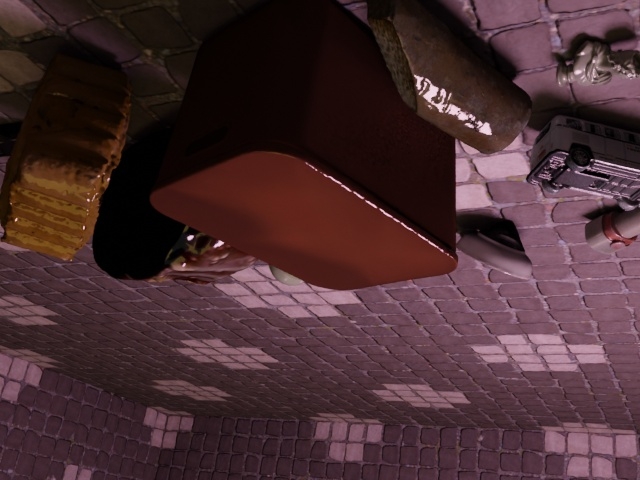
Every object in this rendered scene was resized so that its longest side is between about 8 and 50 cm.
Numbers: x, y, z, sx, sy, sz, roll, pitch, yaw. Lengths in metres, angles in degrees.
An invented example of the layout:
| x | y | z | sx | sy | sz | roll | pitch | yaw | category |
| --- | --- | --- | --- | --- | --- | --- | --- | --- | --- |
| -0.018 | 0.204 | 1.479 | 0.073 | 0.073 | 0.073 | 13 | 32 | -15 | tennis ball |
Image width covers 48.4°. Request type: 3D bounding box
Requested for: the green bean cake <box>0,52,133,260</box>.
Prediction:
| x | y | z | sx | sy | sz | roll | pitch | yaw | category |
| --- | --- | --- | --- | --- | --- | --- | --- | --- | --- |
| -0.350 | -0.112 | 0.970 | 0.131 | 0.224 | 0.230 | 17 | 144 | -21 | green bean cake |

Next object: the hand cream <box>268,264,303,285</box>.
| x | y | z | sx | sy | sz | roll | pitch | yaw | category |
| --- | --- | --- | --- | --- | --- | --- | --- | --- | --- |
| 0.000 | 0.000 | 1.296 | 0.147 | 0.093 | 0.306 | 17 | 153 | -23 | hand cream |

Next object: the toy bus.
| x | y | z | sx | sy | sz | roll | pitch | yaw | category |
| --- | --- | --- | --- | --- | --- | --- | --- | --- | --- |
| 0.377 | -0.104 | 0.945 | 0.193 | 0.089 | 0.087 | 12 | 154 | -7 | toy bus |

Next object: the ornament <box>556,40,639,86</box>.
| x | y | z | sx | sy | sz | roll | pitch | yaw | category |
| --- | --- | --- | --- | --- | --- | --- | --- | --- | --- |
| 0.319 | -0.199 | 0.816 | 0.068 | 0.041 | 0.092 | 24 | 161 | -20 | ornament |

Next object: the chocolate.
| x | y | z | sx | sy | sz | roll | pitch | yaw | category |
| --- | --- | --- | --- | --- | --- | --- | --- | --- | --- |
| -0.195 | -0.038 | 1.134 | 0.210 | 0.225 | 0.340 | 12 | 159 | -40 | chocolate |

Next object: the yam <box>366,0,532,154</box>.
| x | y | z | sx | sy | sz | roll | pitch | yaw | category |
| --- | --- | --- | --- | --- | --- | --- | --- | --- | --- |
| 0.138 | -0.189 | 0.816 | 0.259 | 0.106 | 0.106 | 24 | 151 | -35 | yam |

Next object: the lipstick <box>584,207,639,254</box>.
| x | y | z | sx | sy | sz | roll | pitch | yaw | category |
| --- | --- | --- | --- | --- | --- | --- | --- | --- | --- |
| 0.500 | -0.036 | 1.102 | 0.063 | 0.057 | 0.186 | 18 | 152 | -19 | lipstick |

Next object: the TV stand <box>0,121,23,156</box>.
| x | y | z | sx | sy | sz | roll | pitch | yaw | category |
| --- | --- | --- | --- | --- | --- | --- | --- | --- | --- |
| -0.509 | -0.163 | 1.157 | 0.249 | 0.042 | 0.036 | -2 | 156 | 22 | TV stand |

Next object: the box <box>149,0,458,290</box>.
| x | y | z | sx | sy | sz | roll | pitch | yaw | category |
| --- | --- | --- | --- | --- | --- | --- | --- | --- | --- |
| -0.001 | -0.106 | 0.892 | 0.239 | 0.230 | 0.339 | -16 | 146 | 41 | box |

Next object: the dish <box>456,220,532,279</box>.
| x | y | z | sx | sy | sz | roll | pitch | yaw | category |
| --- | --- | --- | --- | --- | --- | --- | --- | --- | --- |
| 0.315 | 0.003 | 1.238 | 0.141 | 0.078 | 0.141 | 21 | -169 | -4 | dish |

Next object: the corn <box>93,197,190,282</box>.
| x | y | z | sx | sy | sz | roll | pitch | yaw | category |
| --- | --- | --- | --- | --- | --- | --- | --- | --- | --- |
| -0.330 | 0.002 | 1.398 | 0.289 | 0.098 | 0.098 | 28 | 149 | -36 | corn |
